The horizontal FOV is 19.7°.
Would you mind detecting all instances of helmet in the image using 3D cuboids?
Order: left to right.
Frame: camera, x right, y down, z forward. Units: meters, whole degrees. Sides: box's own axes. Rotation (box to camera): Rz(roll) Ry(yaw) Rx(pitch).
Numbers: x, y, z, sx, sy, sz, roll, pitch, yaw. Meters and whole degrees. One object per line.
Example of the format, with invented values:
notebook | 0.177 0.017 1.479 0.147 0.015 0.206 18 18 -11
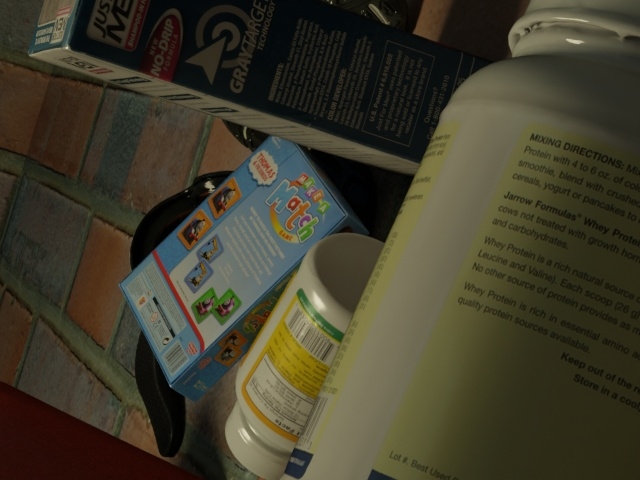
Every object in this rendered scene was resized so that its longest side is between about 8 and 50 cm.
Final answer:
helmet | -0.091 0.020 1.768 0.161 0.169 0.169 -34 43 53

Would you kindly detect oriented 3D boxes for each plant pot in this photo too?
plant pot | -0.286 0.343 1.793 0.236 0.267 0.267 -59 -6 -67

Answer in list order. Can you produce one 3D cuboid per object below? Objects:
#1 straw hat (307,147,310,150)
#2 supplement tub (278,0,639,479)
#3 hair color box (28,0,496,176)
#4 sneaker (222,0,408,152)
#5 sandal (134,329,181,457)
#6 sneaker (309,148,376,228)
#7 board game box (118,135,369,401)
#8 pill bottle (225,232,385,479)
straw hat | -0.049 -0.046 1.878 0.144 0.061 0.144 -164 90 -72
supplement tub | 0.139 0.050 0.953 0.324 0.235 0.235 -66 18 -8
hair color box | -0.048 -0.149 1.513 0.174 0.347 0.105 -171 97 -71
sneaker | -0.001 -0.185 1.810 0.271 0.100 0.108 -33 13 51
sandal | -0.177 0.171 2.106 0.067 0.040 0.179 117 145 -43
sneaker | 0.000 0.000 1.669 0.081 0.080 0.211 -45 32 49
board game box | -0.071 0.017 1.609 0.211 0.039 0.160 -45 39 9
pill bottle | 0.000 0.103 1.523 0.117 0.118 0.208 -96 29 -49
